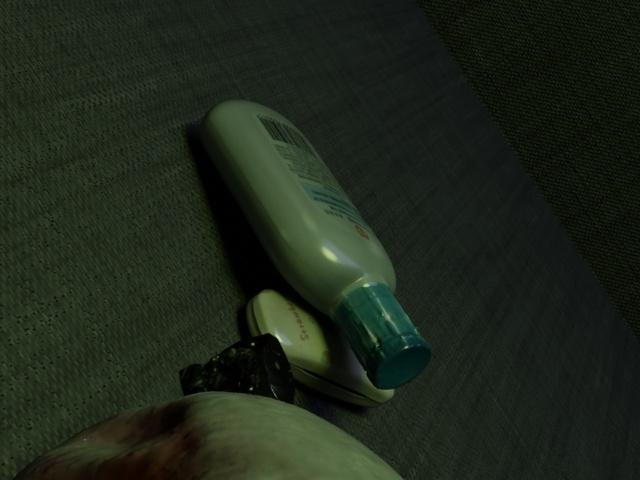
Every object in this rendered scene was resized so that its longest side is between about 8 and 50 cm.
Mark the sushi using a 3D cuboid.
[{"bbox_3d":[-0.060,0.128,0.911,0.056,0.083,0.084,39,28,-40],"label":"sushi"}]

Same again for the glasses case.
[{"bbox_3d":[0.003,0.106,1.108,0.204,0.051,0.081,29,33,-47],"label":"glasses case"}]

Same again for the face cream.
[{"bbox_3d":[0.000,0.000,1.116,0.163,0.080,0.336,25,26,-50],"label":"face cream"}]

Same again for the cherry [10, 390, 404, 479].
[{"bbox_3d":[-0.049,0.240,0.570,0.335,0.291,0.326,60,3,-48],"label":"cherry"}]
